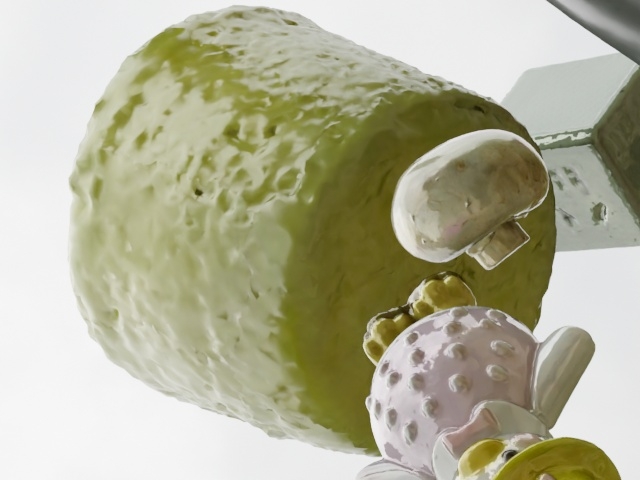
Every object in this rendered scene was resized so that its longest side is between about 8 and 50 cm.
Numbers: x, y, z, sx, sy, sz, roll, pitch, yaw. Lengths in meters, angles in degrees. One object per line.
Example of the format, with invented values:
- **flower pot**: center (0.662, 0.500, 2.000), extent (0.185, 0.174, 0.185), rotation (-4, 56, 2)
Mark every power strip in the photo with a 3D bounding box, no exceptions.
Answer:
- **power strip**: center (0.271, -0.083, 1.504), extent (0.139, 0.224, 0.140), rotation (-50, -63, -31)

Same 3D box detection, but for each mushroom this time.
- **mushroom**: center (0.077, -0.019, 0.831), extent (0.083, 0.083, 0.067), rotation (-33, -91, -36)

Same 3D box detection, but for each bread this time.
- **bread**: center (0.000, 0.000, 1.322), extent (0.348, 0.307, 0.348), rotation (-20, -60, -40)

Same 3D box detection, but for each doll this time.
- **doll**: center (0.072, 0.088, 0.718), extent (0.129, 0.207, 0.081), rotation (-37, -59, 5)

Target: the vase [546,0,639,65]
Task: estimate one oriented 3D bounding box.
- **vase**: center (0.152, -0.084, 0.482), extent (0.321, 0.173, 0.173), rotation (49, -122, -3)
